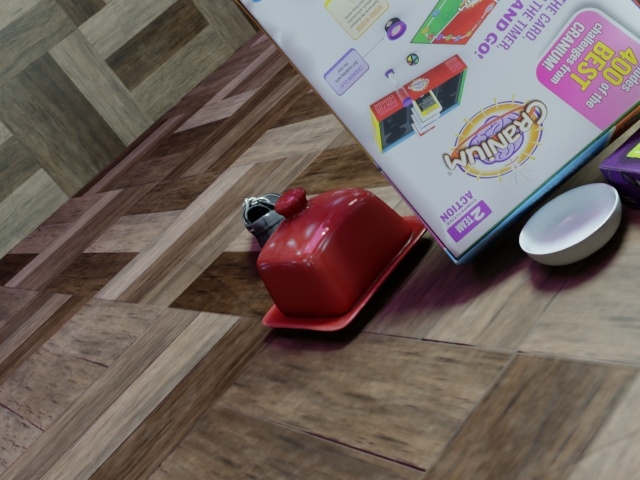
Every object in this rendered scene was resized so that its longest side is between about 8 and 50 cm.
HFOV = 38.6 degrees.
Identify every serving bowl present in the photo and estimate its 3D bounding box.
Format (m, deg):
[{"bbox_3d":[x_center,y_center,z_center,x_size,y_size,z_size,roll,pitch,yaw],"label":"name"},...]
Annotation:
[{"bbox_3d":[0.197,-0.008,0.706,0.083,0.027,0.083,-32,21,14],"label":"serving bowl"}]

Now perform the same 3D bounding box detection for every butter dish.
[{"bbox_3d":[0.000,0.000,0.894,0.160,0.118,0.160,-47,23,-26],"label":"butter dish"}]

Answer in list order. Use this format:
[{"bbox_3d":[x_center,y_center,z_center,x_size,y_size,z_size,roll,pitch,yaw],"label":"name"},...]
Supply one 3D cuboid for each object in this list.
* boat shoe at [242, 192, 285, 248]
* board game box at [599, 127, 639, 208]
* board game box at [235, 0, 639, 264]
[{"bbox_3d":[-0.063,-0.034,1.156,0.075,0.065,0.206,-37,20,3],"label":"boat shoe"},{"bbox_3d":[0.359,-0.082,0.568,0.208,0.056,0.347,-45,21,-8],"label":"board game box"},{"bbox_3d":[0.109,-0.176,0.773,0.242,0.316,0.064,-42,-13,17],"label":"board game box"}]
